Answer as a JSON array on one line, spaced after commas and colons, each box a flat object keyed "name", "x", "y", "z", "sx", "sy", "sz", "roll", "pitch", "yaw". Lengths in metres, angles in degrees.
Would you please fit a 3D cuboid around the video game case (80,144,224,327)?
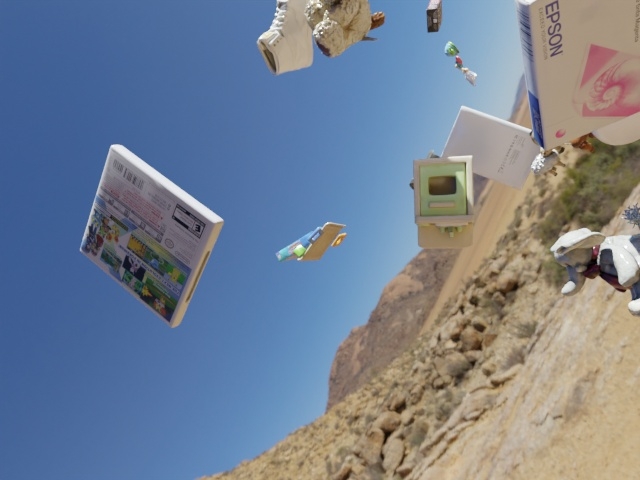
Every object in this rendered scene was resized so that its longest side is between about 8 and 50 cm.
[{"name": "video game case", "x": -0.402, "y": -0.008, "z": 1.078, "sx": 0.300, "sy": 0.328, "sz": 0.036, "roll": -61, "pitch": -16, "yaw": 22}]

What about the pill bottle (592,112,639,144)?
[{"name": "pill bottle", "x": 0.725, "y": -0.386, "z": 1.203, "sx": 0.302, "sy": 0.169, "sz": 0.170, "roll": -90, "pitch": 8, "yaw": -52}]

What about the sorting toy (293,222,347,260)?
[{"name": "sorting toy", "x": 0.000, "y": 0.000, "z": 1.807, "sx": 0.196, "sy": 0.047, "sz": 0.347, "roll": -50, "pitch": -18, "yaw": 13}]

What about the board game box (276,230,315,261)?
[{"name": "board game box", "x": -0.068, "y": 0.023, "z": 2.031, "sx": 0.210, "sy": 0.047, "sz": 0.160, "roll": -31, "pitch": -11, "yaw": 29}]

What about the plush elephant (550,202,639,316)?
[{"name": "plush elephant", "x": 0.798, "y": 0.065, "z": 1.343, "sx": 0.271, "sy": 0.255, "sz": 0.331, "roll": 1, "pitch": -95, "yaw": -58}]

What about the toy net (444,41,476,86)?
[{"name": "toy net", "x": 0.645, "y": -0.791, "z": 2.100, "sx": 0.045, "sy": 0.232, "sz": 0.122, "roll": -45, "pitch": 19, "yaw": 11}]

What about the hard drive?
[{"name": "hard drive", "x": 0.702, "y": -0.379, "z": 1.915, "sx": 0.047, "sy": 0.352, "sz": 0.233, "roll": -39, "pitch": -30, "yaw": -63}]

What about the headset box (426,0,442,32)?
[{"name": "headset box", "x": 0.314, "y": -0.620, "z": 1.282, "sx": 0.062, "sy": 0.032, "sz": 0.083, "roll": 73, "pitch": -151, "yaw": -43}]

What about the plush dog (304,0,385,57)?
[{"name": "plush dog", "x": 0.055, "y": -0.646, "z": 1.222, "sx": 0.263, "sy": 0.210, "sz": 0.226, "roll": -102, "pitch": -6, "yaw": -45}]

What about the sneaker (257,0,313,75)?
[{"name": "sneaker", "x": -0.114, "y": -0.653, "z": 1.411, "sx": 0.169, "sy": 0.108, "sz": 0.293, "roll": -32, "pitch": -49, "yaw": -31}]

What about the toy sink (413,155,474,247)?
[{"name": "toy sink", "x": 0.329, "y": -0.096, "z": 1.245, "sx": 0.131, "sy": 0.152, "sz": 0.235, "roll": 2, "pitch": -92, "yaw": -74}]

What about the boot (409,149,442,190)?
[{"name": "boot", "x": 0.398, "y": -0.186, "z": 1.524, "sx": 0.137, "sy": 0.197, "sz": 0.076, "roll": -60, "pitch": 27, "yaw": -10}]

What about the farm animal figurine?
[{"name": "farm animal figurine", "x": 0.856, "y": -0.435, "z": 1.641, "sx": 0.327, "sy": 0.172, "sz": 0.331, "roll": 119, "pitch": 174, "yaw": -63}]

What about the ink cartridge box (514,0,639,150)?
[{"name": "ink cartridge box", "x": 0.538, "y": -0.361, "z": 0.838, "sx": 0.324, "sy": 0.329, "sz": 0.072, "roll": 55, "pitch": -163, "yaw": -41}]
